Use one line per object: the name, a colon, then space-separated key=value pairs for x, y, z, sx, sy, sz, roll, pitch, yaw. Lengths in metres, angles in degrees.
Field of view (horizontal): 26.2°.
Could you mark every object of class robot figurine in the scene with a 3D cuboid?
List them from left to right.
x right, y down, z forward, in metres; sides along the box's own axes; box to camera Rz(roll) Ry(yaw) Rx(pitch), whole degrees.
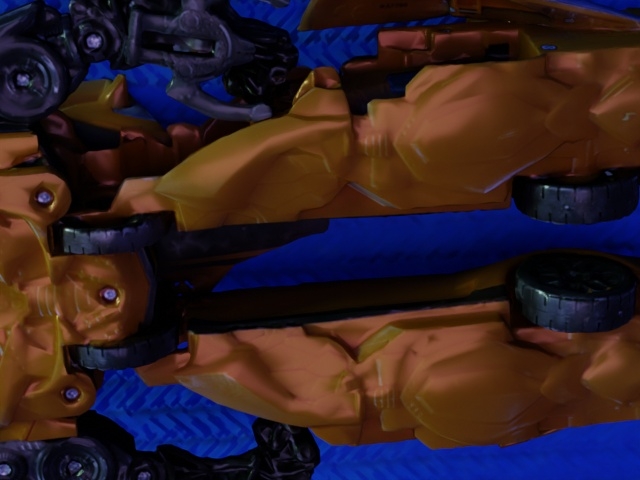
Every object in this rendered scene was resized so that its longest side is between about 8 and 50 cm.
robot figurine: x=0.000 y=0.000 z=0.484 sx=0.291 sy=0.085 sz=0.211 roll=-4 pitch=112 yaw=-3
